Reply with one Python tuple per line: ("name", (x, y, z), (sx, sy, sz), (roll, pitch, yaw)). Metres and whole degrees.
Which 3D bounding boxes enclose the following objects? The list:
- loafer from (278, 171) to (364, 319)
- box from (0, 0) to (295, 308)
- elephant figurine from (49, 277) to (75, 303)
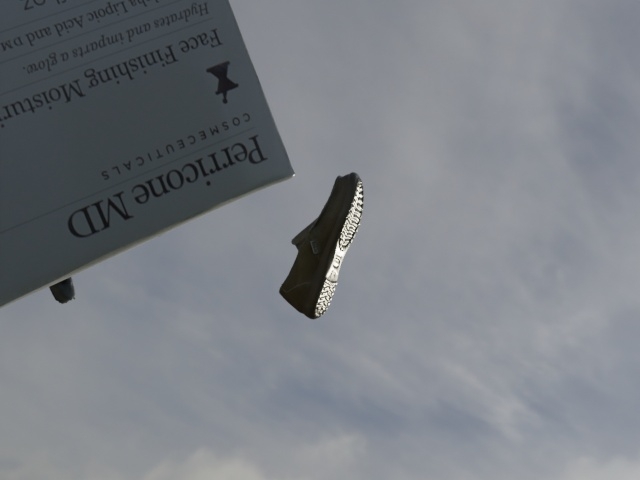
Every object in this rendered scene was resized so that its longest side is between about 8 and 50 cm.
("loafer", (0.000, 0.000, 1.066), (0.050, 0.148, 0.056), (17, -12, 17))
("box", (-0.140, -0.044, 0.499), (0.182, 0.181, 0.119), (-1, -68, 62))
("elephant figurine", (-0.229, -0.072, 1.234), (0.186, 0.239, 0.169), (85, -20, -71))
